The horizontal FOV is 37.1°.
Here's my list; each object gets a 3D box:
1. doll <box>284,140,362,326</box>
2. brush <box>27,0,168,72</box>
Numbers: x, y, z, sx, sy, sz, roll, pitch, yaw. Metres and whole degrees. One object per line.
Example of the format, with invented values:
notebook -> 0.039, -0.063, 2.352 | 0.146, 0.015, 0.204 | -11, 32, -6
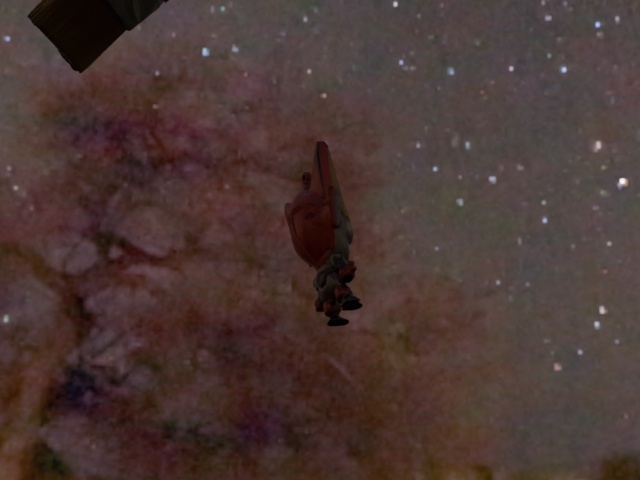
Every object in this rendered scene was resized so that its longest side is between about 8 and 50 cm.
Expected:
doll -> 0.000, 0.000, 0.921 | 0.057, 0.169, 0.109 | 6, -38, -20
brush -> -0.099, -0.274, 0.801 | 0.020, 0.336, 0.085 | 39, -10, 37
